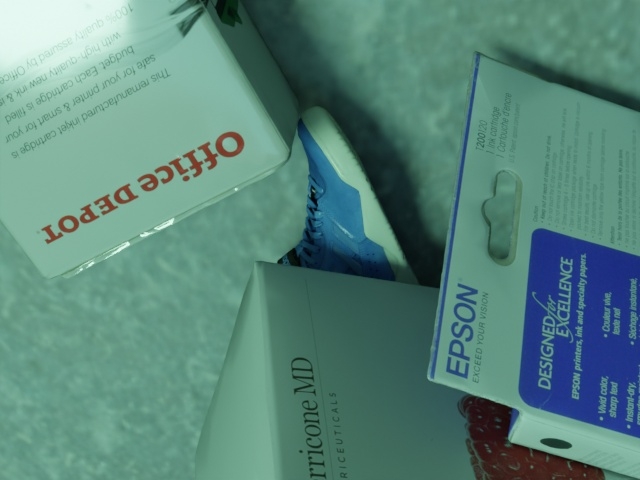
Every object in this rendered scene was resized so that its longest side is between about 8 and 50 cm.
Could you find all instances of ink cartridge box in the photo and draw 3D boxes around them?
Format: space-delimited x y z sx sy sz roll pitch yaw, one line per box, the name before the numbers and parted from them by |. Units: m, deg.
ink cartridge box | -0.131 -0.112 0.480 0.160 0.092 0.219 -25 114 14
ink cartridge box | 0.157 0.017 0.478 0.208 0.206 0.045 19 146 -7

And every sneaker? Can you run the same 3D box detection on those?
sneaker | 0.000 0.000 0.551 0.085 0.058 0.152 -25 120 5

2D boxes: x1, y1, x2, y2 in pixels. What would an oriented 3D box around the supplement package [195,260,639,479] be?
supplement package | 0.088 0.148 0.518 0.293 0.177 0.175 9 127 -15
